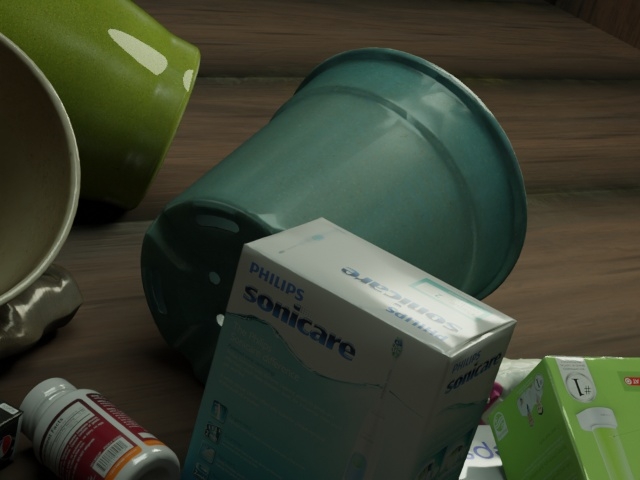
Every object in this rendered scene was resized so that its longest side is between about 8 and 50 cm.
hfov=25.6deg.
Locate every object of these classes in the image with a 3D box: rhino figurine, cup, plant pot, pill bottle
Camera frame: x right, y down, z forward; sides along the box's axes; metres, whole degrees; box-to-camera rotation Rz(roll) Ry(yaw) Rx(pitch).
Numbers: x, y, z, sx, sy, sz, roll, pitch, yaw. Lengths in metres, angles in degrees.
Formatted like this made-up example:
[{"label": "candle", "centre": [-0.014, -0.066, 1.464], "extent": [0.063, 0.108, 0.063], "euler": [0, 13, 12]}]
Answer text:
[{"label": "rhino figurine", "centre": [-0.336, 0.083, 1.478], "extent": [0.106, 0.073, 0.243], "euler": [18, 25, 13]}, {"label": "cup", "centre": [-0.431, -0.042, 1.382], "extent": [0.331, 0.237, 0.331], "euler": [11, 66, -25]}, {"label": "plant pot", "centre": [-0.358, -0.208, 1.825], "extent": [0.353, 0.366, 0.366], "euler": [23, 22, -14]}, {"label": "plant pot", "centre": [0.000, 0.000, 1.560], "extent": [0.341, 0.341, 0.334], "euler": [27, 39, 24]}, {"label": "pill bottle", "centre": [-0.209, 0.192, 1.301], "extent": [0.152, 0.086, 0.086], "euler": [32, 29, 32]}]

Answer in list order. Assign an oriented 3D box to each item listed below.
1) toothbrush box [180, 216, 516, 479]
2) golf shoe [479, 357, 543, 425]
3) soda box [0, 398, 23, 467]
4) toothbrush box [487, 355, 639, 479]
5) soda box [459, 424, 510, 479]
[{"label": "toothbrush box", "centre": [0.014, 0.161, 1.247], "extent": [0.216, 0.295, 0.126], "euler": [27, 27, 26]}, {"label": "golf shoe", "centre": [0.215, 0.166, 1.594], "extent": [0.306, 0.115, 0.140], "euler": [5, 23, -26]}, {"label": "soda box", "centre": [-0.362, 0.156, 1.315], "extent": [0.169, 0.060, 0.053], "euler": [25, 27, 19]}, {"label": "toothbrush box", "centre": [0.303, 0.257, 1.303], "extent": [0.206, 0.122, 0.283], "euler": [3, 52, -26]}, {"label": "soda box", "centre": [0.179, 0.248, 1.411], "extent": [0.286, 0.091, 0.098], "euler": [3, 27, -28]}]
